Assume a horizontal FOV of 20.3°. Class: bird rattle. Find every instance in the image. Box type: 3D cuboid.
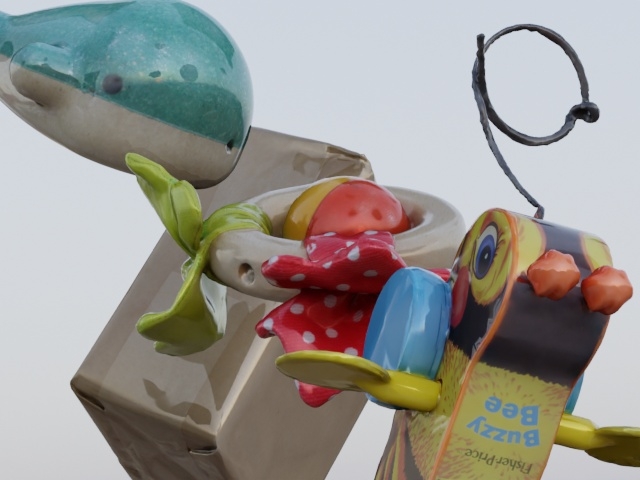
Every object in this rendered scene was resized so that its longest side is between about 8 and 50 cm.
[{"bbox_3d":[0.000,0.000,1.107,0.253,0.143,0.207,2,18,44],"label":"bird rattle"}]

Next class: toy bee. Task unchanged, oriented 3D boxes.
[{"bbox_3d":[0.076,0.048,0.836,0.195,0.298,0.162,-7,4,-13],"label":"toy bee"}]

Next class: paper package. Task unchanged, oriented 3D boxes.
[{"bbox_3d":[-0.061,0.105,1.775,0.168,0.325,0.309,20,-25,23],"label":"paper package"}]

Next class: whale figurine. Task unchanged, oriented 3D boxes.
[{"bbox_3d":[-0.176,-0.143,1.422,0.272,0.141,0.216,25,6,22],"label":"whale figurine"}]
